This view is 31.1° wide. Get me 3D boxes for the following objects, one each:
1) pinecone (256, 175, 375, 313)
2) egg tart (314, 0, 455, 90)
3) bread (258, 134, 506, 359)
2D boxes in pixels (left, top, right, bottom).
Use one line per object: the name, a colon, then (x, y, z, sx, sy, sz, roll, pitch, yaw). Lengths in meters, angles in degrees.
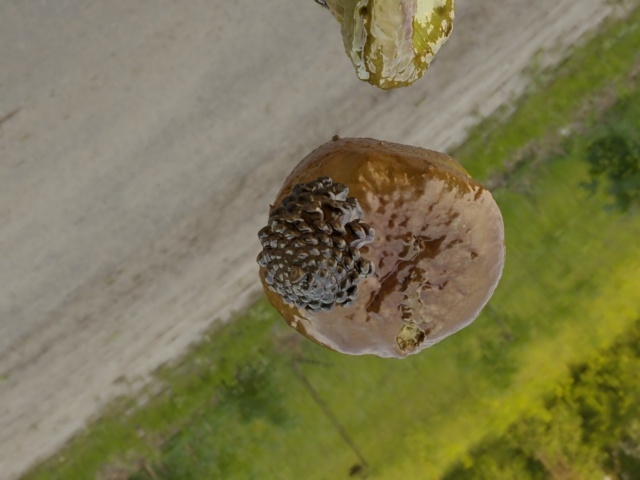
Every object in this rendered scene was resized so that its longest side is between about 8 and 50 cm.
pinecone: (-0.002, -0.002, 0.933, 0.102, 0.109, 0.102, 2, 148, 1)
egg tart: (0.072, -0.283, 1.094, 0.294, 0.123, 0.294, 18, 90, -78)
bread: (0.078, 0.007, 1.463, 0.312, 0.312, 0.172, -45, -160, 19)
